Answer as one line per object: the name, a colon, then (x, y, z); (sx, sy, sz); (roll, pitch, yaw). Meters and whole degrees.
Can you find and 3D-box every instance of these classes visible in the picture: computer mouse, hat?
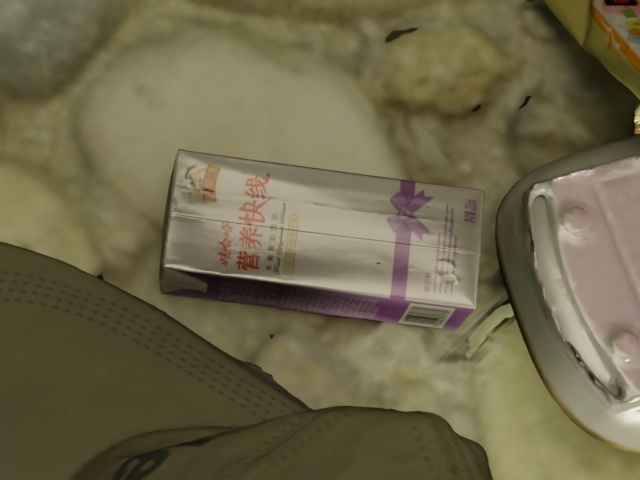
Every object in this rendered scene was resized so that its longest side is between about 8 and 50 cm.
computer mouse: (0.185, 0.002, 0.746); (0.245, 0.056, 0.126); (-16, 72, -13)
hat: (-0.069, 0.085, 0.623); (0.244, 0.149, 0.214); (38, 55, -6)

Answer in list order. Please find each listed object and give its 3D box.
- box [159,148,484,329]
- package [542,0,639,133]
box: (0.000, 0.000, 0.732); (0.117, 0.036, 0.051); (9, 71, -4)
package: (0.149, -0.080, 0.755); (0.108, 0.031, 0.121); (-11, 35, -12)
